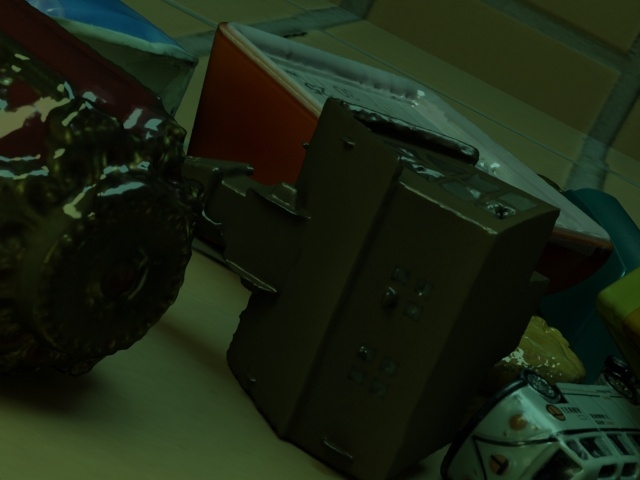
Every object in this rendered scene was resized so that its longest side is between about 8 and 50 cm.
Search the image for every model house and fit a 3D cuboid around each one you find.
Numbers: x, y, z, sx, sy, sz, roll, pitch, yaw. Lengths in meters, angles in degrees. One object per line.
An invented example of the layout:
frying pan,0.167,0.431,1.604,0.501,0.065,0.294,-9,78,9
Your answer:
model house,0.000,0.000,1.055,0.248,0.180,0.176,30,18,20

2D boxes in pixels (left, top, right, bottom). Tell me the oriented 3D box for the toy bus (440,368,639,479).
toy bus,0.157,0.137,1.069,0.089,0.087,0.194,46,20,30

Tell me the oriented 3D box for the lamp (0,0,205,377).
lamp,-0.186,-0.044,0.924,0.274,0.177,0.177,36,16,35

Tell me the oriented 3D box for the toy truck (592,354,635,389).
toy truck,0.240,0.129,1.328,0.054,0.049,0.083,25,12,-11

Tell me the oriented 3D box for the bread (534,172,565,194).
bread,0.125,-0.059,1.740,0.269,0.098,0.087,20,-27,-25

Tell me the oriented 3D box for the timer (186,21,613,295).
timer,0.058,-0.037,1.294,0.250,0.161,0.257,25,8,41

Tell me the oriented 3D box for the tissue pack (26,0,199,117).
tissue pack,-0.253,-0.147,1.221,0.263,0.146,0.198,35,15,32

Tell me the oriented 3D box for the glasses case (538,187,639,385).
glasses case,0.238,0.035,1.536,0.070,0.117,0.301,25,13,-6

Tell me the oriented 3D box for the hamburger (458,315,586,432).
hamburger,0.105,0.082,1.182,0.147,0.083,0.138,19,19,-21

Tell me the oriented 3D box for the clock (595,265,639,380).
clock,0.267,0.089,1.122,0.143,0.096,0.202,60,0,-18
